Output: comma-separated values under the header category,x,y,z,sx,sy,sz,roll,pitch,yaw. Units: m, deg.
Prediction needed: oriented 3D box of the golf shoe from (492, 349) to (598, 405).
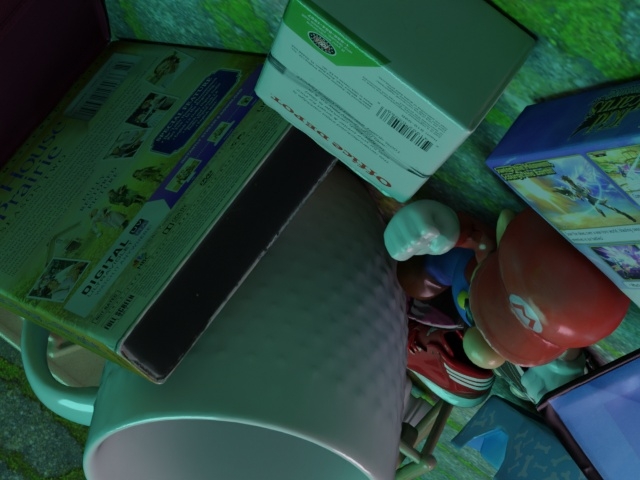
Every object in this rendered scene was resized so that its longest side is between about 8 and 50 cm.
category,x,y,z,sx,sy,sz,roll,pitch,yaw
golf shoe,0.251,0.153,1.440,0.198,0.077,0.094,33,164,12

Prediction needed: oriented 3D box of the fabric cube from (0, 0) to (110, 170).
category,x,y,z,sx,sy,sz,roll,pitch,yaw
fabric cube,-0.389,-0.224,1.438,0.258,0.254,0.259,36,165,7

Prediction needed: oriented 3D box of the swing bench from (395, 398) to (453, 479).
category,x,y,z,sx,sy,sz,roll,pitch,yaw
swing bench,0.002,0.204,1.803,0.253,0.165,0.254,37,135,-3

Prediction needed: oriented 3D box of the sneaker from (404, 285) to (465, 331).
category,x,y,z,sx,sy,sz,roll,pitch,yaw
sneaker,0.106,0.049,1.511,0.077,0.072,0.178,34,178,-39

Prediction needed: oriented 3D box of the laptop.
category,x,y,z,sx,sy,sz,roll,pitch,yaw
laptop,0.346,0.180,1.180,0.264,0.136,0.234,23,161,43

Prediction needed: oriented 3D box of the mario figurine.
category,x,y,z,sx,sy,sz,roll,pitch,yaw
mario figurine,0.137,0.057,1.217,0.198,0.170,0.320,4,176,-8

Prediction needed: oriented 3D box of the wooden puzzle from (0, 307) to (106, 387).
category,x,y,z,sx,sy,sz,roll,pitch,yaw
wooden puzzle,-0.260,-0.027,1.642,0.348,0.322,0.080,38,-177,-6

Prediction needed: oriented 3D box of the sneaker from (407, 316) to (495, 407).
category,x,y,z,sx,sy,sz,roll,pitch,yaw
sneaker,0.102,0.098,1.646,0.221,0.087,0.128,24,155,5

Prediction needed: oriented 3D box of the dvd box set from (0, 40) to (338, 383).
category,x,y,z,sx,sy,sz,roll,pitch,yaw
dvd box set,-0.173,-0.047,1.367,0.062,0.307,0.420,47,161,-32

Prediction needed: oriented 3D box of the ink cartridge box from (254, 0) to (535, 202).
category,x,y,z,sx,sy,sz,roll,pitch,yaw
ink cartridge box,0.045,-0.123,1.064,0.153,0.087,0.208,37,164,-1

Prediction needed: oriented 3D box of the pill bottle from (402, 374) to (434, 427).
category,x,y,z,sx,sy,sz,roll,pitch,yaw
pill bottle,0.059,0.202,1.963,0.180,0.108,0.108,37,165,2

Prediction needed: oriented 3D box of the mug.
category,x,y,z,sx,sy,sz,roll,pitch,yaw
mug,-0.100,0.087,1.397,0.374,0.328,0.276,2,144,11

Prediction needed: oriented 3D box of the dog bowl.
category,x,y,z,sx,sy,sz,roll,pitch,yaw
dog bowl,0.251,0.244,1.594,0.166,0.074,0.297,28,180,-15

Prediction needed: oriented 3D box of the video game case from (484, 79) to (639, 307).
category,x,y,z,sx,sy,sz,roll,pitch,yaw
video game case,0.267,-0.005,0.961,0.244,0.061,0.269,41,165,-16
